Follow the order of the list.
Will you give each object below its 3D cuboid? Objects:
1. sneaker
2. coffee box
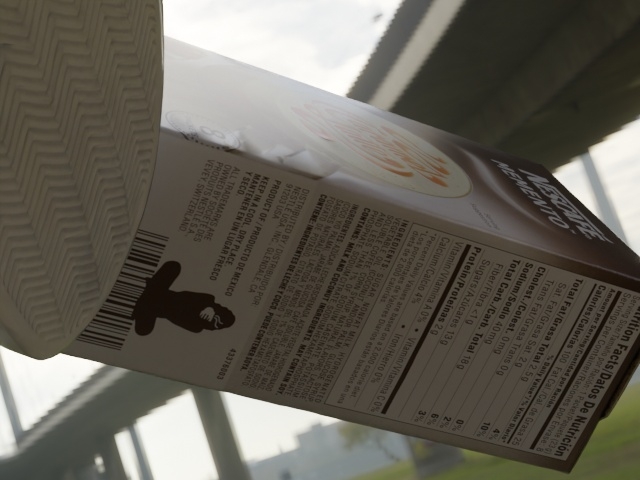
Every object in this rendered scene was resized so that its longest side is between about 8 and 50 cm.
[{"bbox_3d":[-0.144,-0.093,0.340,0.169,0.108,0.292,14,-40,18],"label":"sneaker"},{"bbox_3d":[0.000,0.000,0.560,0.247,0.141,0.098,16,-70,-24],"label":"coffee box"}]
